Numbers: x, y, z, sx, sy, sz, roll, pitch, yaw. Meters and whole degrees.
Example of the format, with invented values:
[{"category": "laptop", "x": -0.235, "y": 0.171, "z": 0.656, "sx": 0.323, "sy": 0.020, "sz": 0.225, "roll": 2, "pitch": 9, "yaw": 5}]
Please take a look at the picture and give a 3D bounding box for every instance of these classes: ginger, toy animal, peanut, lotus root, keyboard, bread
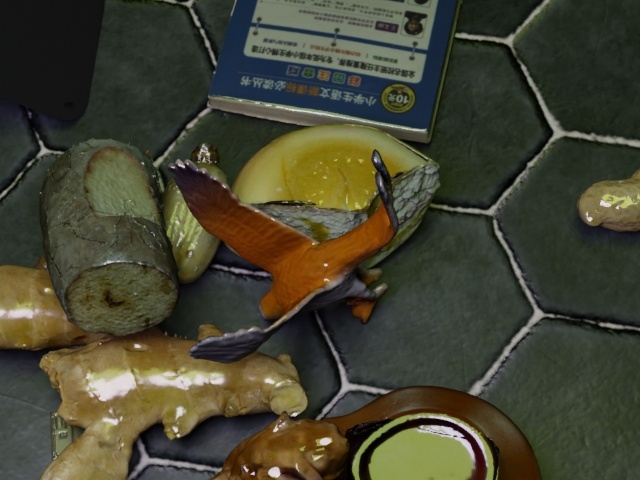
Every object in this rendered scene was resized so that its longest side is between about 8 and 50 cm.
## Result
[{"category": "ginger", "x": -0.227, "y": 0.146, "z": 1.750, "sx": 0.348, "sy": 0.122, "sz": 0.363, "roll": -19, "pitch": 54, "yaw": -17}, {"category": "toy animal", "x": 0.009, "y": 0.007, "z": 1.684, "sx": 0.284, "sy": 0.302, "sz": 0.225, "roll": -21, "pitch": 65, "yaw": 23}, {"category": "peanut", "x": 0.400, "y": -0.056, "z": 1.831, "sx": 0.174, "sy": 0.080, "sz": 0.080, "roll": -13, "pitch": 65, "yaw": -1}, {"category": "lotus root", "x": -0.158, "y": -0.032, "z": 1.843, "sx": 0.090, "sy": 0.077, "sz": 0.183, "roll": 14, "pitch": 68, "yaw": 1}, {"category": "keyboard", "x": -0.290, "y": 0.259, "z": 1.746, "sx": 0.049, "sy": 0.015, "sz": 0.129, "roll": -6, "pitch": 64, "yaw": -6}, {"category": "bread", "x": 0.015, "y": -0.057, "z": 1.816, "sx": 0.261, "sy": 0.158, "sz": 0.156, "roll": 3, "pitch": 54, "yaw": 5}, {"category": "ginger", "x": -0.079, "y": 0.306, "z": 1.539, "sx": 0.274, "sy": 0.357, "sz": 0.152, "roll": -41, "pitch": 95, "yaw": -16}]

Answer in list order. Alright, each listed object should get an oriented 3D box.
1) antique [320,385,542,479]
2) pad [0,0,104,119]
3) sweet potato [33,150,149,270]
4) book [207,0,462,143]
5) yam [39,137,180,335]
[{"category": "antique", "x": 0.114, "y": 0.270, "z": 1.658, "sx": 0.278, "sy": 0.129, "sz": 0.223, "roll": 13, "pitch": 69, "yaw": 11}, {"category": "pad", "x": -0.434, "y": -0.354, "z": 1.959, "sx": 0.315, "sy": 0.063, "sz": 0.375, "roll": 22, "pitch": 61, "yaw": -33}, {"category": "sweet potato", "x": -0.272, "y": -0.015, "z": 1.851, "sx": 0.068, "sy": 0.068, "sz": 0.226, "roll": 40, "pitch": 81, "yaw": 19}, {"category": "book", "x": 0.041, "y": -0.340, "z": 2.002, "sx": 0.300, "sy": 0.039, "sz": 0.428, "roll": 11, "pitch": 65, "yaw": 8}, {"category": "yam", "x": -0.246, "y": 0.002, "z": 1.719, "sx": 0.154, "sy": 0.154, "sz": 0.254, "roll": -15, "pitch": 40, "yaw": -5}]
